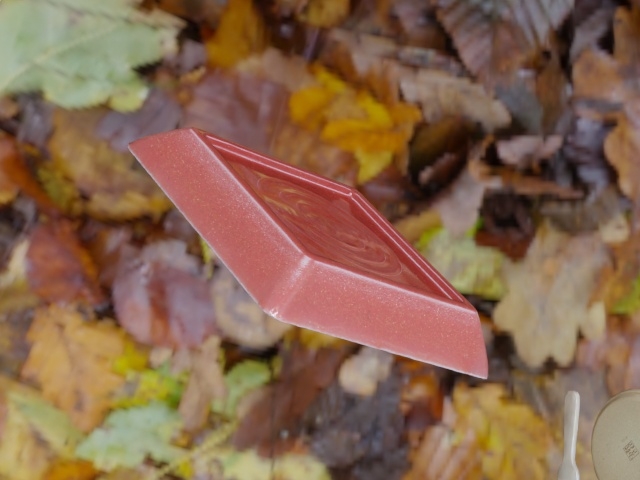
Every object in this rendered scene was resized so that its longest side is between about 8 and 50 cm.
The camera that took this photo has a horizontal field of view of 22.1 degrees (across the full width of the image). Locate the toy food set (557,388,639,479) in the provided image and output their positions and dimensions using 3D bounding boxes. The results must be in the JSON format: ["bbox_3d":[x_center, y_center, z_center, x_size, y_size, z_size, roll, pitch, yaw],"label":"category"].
[{"bbox_3d":[0.325,0.215,1.653,0.038,0.192,0.132,2,92,-39],"label":"toy food set"}]

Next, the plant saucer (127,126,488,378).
[{"bbox_3d":[0.000,0.000,1.348,0.258,0.259,0.048,19,111,-43],"label":"plant saucer"}]
